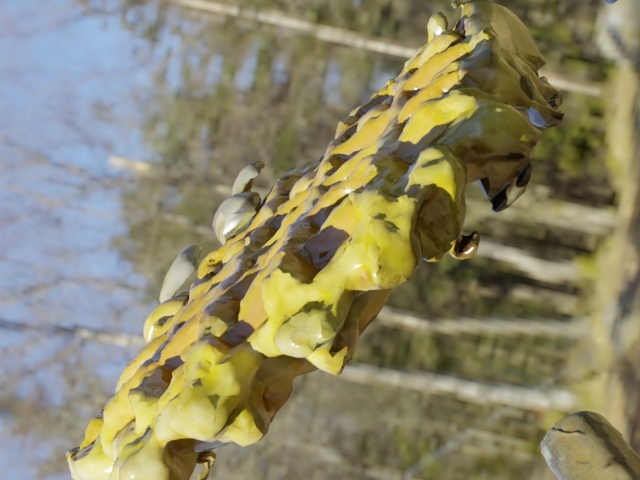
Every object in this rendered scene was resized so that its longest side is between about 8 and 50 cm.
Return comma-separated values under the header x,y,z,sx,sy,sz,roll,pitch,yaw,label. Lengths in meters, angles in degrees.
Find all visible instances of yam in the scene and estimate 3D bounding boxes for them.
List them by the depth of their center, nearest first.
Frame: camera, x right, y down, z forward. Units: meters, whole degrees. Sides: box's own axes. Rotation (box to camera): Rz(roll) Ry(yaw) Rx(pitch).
x,y,z,sx,sy,sz,roll,pitch,yaw,label
0.253,0.241,1.298,0.317,0.067,0.071,-121,18,-46,yam

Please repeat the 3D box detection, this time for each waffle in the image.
x,y,z,sx,sy,sz,roll,pitch,yaw,label
0.002,0.002,0.722,0.280,0.060,0.262,-50,11,-26,waffle

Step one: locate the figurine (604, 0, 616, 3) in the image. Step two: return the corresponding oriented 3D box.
x,y,z,sx,sy,sz,roll,pitch,yaw,label
0.166,-0.304,1.405,0.143,0.271,0.143,-35,4,2,figurine
